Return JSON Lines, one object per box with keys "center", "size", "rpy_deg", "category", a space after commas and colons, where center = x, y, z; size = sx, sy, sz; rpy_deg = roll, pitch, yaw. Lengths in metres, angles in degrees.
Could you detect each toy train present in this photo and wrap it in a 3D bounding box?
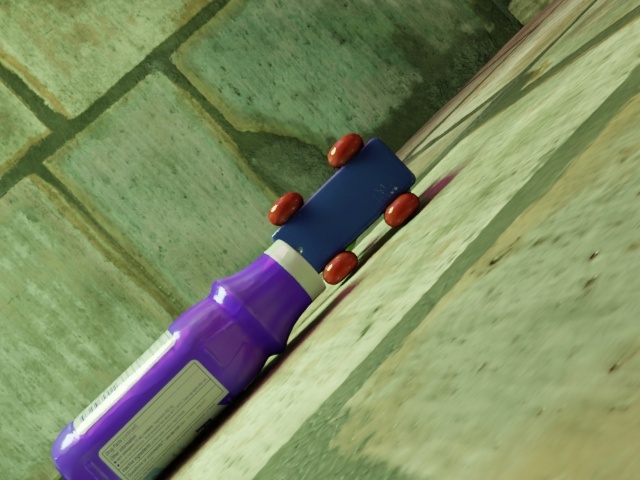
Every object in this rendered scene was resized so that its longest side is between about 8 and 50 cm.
{"center": [0.000, 0.000, 0.985], "size": [0.248, 0.105, 0.143], "rpy_deg": [-44, -8, 9], "category": "toy train"}

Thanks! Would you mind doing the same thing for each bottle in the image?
{"center": [-0.115, 0.119, 0.836], "size": [0.283, 0.092, 0.118], "rpy_deg": [-45, 3, -10], "category": "bottle"}
